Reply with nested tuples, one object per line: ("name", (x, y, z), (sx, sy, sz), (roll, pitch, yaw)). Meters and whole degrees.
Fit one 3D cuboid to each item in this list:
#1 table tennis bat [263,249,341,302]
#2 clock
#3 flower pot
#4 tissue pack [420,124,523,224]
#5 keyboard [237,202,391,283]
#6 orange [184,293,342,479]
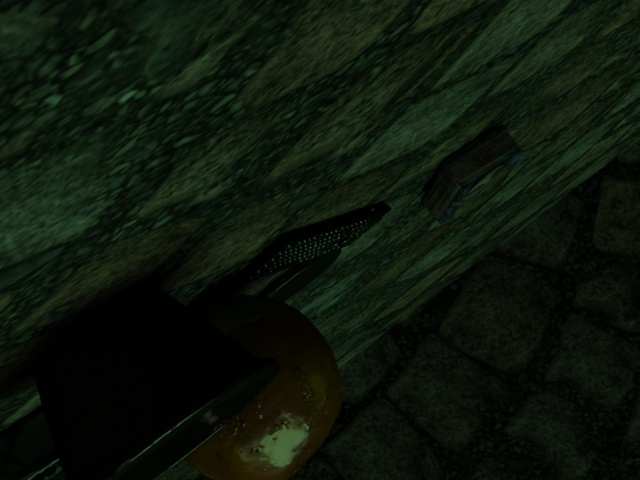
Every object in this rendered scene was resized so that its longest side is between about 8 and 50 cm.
("table tennis bat", (-0.058, 0.074, 2.105), (0.220, 0.019, 0.130), (-35, 170, -17))
("clock", (-0.354, 0.282, 1.903), (0.325, 0.067, 0.325), (-36, 171, -6))
("flower pot", (-0.194, 0.155, 1.563), (0.269, 0.166, 0.269), (-38, 169, -8))
("tissue pack", (0.219, -0.092, 2.159), (0.116, 0.065, 0.155), (-34, 171, -17))
("keyboard", (0.000, 0.000, 1.952), (0.101, 0.018, 0.310), (-40, 170, 26))
("orange", (-0.093, 0.187, 1.875), (0.240, 0.240, 0.240), (-36, 171, -7))
